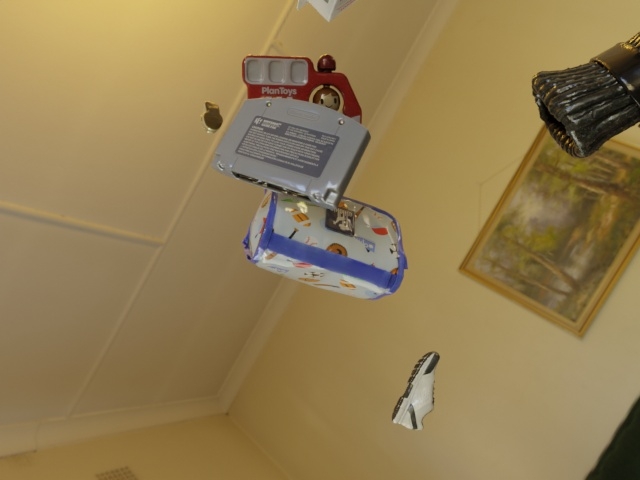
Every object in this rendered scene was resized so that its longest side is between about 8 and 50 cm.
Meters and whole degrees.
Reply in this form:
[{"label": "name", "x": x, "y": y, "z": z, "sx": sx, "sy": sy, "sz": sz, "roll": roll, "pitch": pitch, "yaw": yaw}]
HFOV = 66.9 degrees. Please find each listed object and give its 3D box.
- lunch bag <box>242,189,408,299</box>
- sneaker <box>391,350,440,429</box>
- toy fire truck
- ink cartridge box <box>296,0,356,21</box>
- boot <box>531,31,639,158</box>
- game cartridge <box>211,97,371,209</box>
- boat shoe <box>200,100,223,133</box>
[{"label": "lunch bag", "x": 0.000, "y": 0.000, "z": 1.156, "sx": 0.385, "sy": 0.328, "sz": 0.239, "roll": -130, "pitch": 59, "yaw": -76}, {"label": "sneaker", "x": 0.137, "y": 0.201, "z": 0.650, "sx": 0.109, "sy": 0.044, "sz": 0.040, "roll": -62, "pitch": -7, "yaw": -8}, {"label": "toy fire truck", "x": -0.044, "y": -0.337, "z": 1.226, "sx": 0.169, "sy": 0.302, "sz": 0.254, "roll": -110, "pitch": 19, "yaw": -74}, {"label": "ink cartridge box", "x": 0.073, "y": -0.712, "z": 1.237, "sx": 0.207, "sy": 0.119, "sz": 0.353, "roll": -45, "pitch": 1, "yaw": -19}, {"label": "boot", "x": 0.396, "y": -0.190, "z": 0.532, "sx": 0.260, "sy": 0.131, "sz": 0.348, "roll": -21, "pitch": 4, "yaw": 15}, {"label": "game cartridge", "x": -0.057, "y": -0.189, "z": 0.975, "sx": 0.196, "sy": 0.294, "sz": 0.060, "roll": -65, "pitch": -24, "yaw": -11}, {"label": "boat shoe", "x": -0.272, "y": -0.296, "z": 1.202, "sx": 0.050, "sy": 0.135, "sz": 0.045, "roll": 13, "pitch": -54, "yaw": -21}]
